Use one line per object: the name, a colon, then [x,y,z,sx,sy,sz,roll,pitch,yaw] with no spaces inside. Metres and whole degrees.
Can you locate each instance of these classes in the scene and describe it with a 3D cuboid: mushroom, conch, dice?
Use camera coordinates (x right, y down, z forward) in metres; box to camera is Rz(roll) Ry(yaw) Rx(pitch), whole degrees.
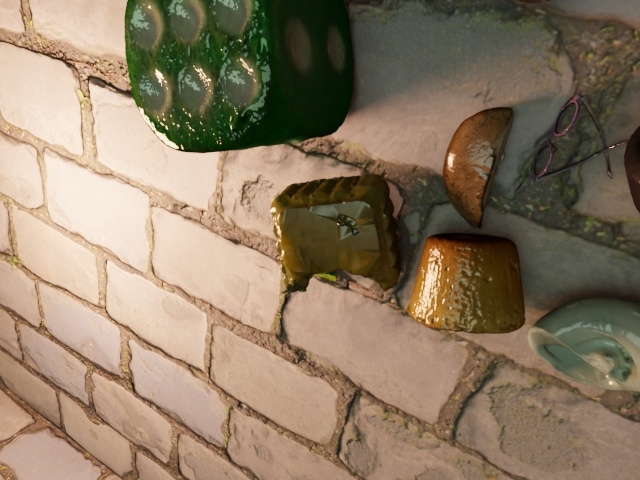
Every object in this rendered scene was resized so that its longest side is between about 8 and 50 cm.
mushroom: [0.257,-0.123,0.753,0.094,0.072,0.210,26,122,29]
conch: [0.463,0.173,0.726,0.221,0.121,0.185,18,122,31]
dice: [-0.126,-0.307,0.760,0.297,0.300,0.287,7,111,28]

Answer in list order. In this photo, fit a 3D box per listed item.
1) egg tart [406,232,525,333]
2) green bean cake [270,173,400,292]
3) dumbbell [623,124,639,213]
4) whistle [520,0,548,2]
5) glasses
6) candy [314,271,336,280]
egg tart: [0.254,0.065,0.776,0.202,0.202,0.147,4,98,29]
green bean cake: [0.031,0.000,0.873,0.236,0.124,0.233,-5,111,16]
dumbbell: [0.496,-0.004,0.514,0.203,0.204,0.322,-15,128,34]
whistle: [0.231,-0.411,0.597,0.347,0.189,0.189,12,116,38]
glasses: [0.405,-0.143,0.686,0.103,0.062,0.140,15,119,-1]
candy: [0.000,0.000,0.977,0.102,0.032,0.178,20,119,22]
